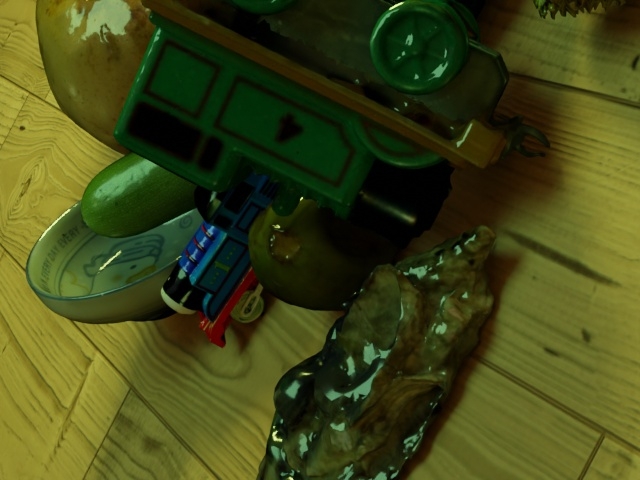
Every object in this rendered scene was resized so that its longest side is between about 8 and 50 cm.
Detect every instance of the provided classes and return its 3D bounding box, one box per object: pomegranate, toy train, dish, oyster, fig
[{"bbox_3d":[-0.182,-0.247,1.948,0.338,0.338,0.338,-43,32,35],"label":"pomegranate"},{"bbox_3d":[-0.095,0.003,1.721,0.204,0.131,0.083,-56,27,14],"label":"toy train"},{"bbox_3d":[-0.202,0.031,1.898,0.273,0.134,0.273,-19,30,12],"label":"dish"},{"bbox_3d":[0.037,0.133,1.408,0.361,0.096,0.221,-46,37,35],"label":"oyster"},{"bbox_3d":[0.000,0.000,1.538,0.165,0.154,0.144,-32,-68,-76],"label":"fig"},{"bbox_3d":[-0.010,-0.136,1.418,0.249,0.429,0.178,-64,-5,12],"label":"toy train"}]

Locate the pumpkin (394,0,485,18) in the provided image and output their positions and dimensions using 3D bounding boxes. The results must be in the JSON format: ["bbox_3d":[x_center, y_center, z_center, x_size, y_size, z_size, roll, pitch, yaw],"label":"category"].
[{"bbox_3d":[0.087,-0.307,1.606,0.263,0.197,0.293,-77,3,-65],"label":"pumpkin"}]

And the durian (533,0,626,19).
[{"bbox_3d":[0.244,-0.309,1.370,0.193,0.137,0.237,77,-174,-69],"label":"durian"}]

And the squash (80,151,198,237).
[{"bbox_3d":[-0.110,-0.107,1.796,0.378,0.101,0.101,-29,34,8],"label":"squash"}]
